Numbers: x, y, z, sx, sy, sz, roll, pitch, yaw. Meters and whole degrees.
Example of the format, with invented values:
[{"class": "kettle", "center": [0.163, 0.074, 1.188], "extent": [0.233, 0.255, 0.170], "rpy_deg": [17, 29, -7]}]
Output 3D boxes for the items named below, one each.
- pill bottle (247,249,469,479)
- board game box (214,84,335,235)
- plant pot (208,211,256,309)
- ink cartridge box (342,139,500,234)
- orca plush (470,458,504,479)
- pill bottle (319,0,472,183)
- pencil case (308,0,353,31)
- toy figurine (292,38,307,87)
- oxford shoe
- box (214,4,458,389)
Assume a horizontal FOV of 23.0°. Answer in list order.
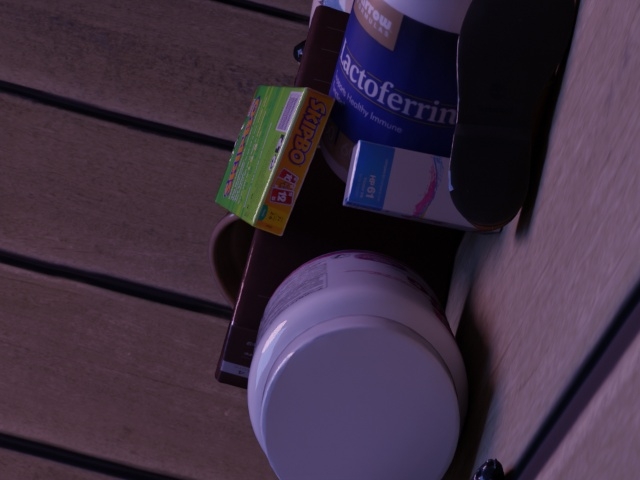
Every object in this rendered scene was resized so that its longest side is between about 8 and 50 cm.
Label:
[{"class": "pill bottle", "center": [0.028, 0.103, 1.179], "extent": [0.283, 0.160, 0.160], "rpy_deg": [-88, 13, -82]}, {"class": "board game box", "center": [-0.047, -0.078, 1.415], "extent": [0.259, 0.039, 0.124], "rpy_deg": [-152, 84, -75]}, {"class": "plant pot", "center": [0.000, 0.000, 2.350], "extent": [0.229, 0.263, 0.263], "rpy_deg": [-51, -16, -43]}, {"class": "ink cartridge box", "center": [0.083, -0.041, 1.236], "extent": [0.088, 0.122, 0.052], "rpy_deg": [151, 129, -89]}, {"class": "orca plush", "center": [0.070, 0.194, 0.871], "extent": [0.151, 0.102, 0.287], "rpy_deg": [-27, -10, -25]}, {"class": "pill bottle", "center": [0.097, -0.169, 1.294], "extent": [0.153, 0.153, 0.264], "rpy_deg": [-78, 2, -53]}, {"class": "pencil case", "center": [0.073, -0.232, 1.805], "extent": [0.160, 0.183, 0.410], "rpy_deg": [-8, 70, 41]}, {"class": "toy figurine", "center": [0.047, -0.195, 2.306], "extent": [0.213, 0.210, 0.148], "rpy_deg": [-77, -9, -53]}, {"class": "oxford shoe", "center": [0.131, -0.109, 1.121], "extent": [0.076, 0.076, 0.212], "rpy_deg": [52, -128, -78]}, {"class": "box", "center": [0.036, -0.029, 1.536], "extent": [0.143, 0.191, 0.381], "rpy_deg": [109, 175, -61]}]
